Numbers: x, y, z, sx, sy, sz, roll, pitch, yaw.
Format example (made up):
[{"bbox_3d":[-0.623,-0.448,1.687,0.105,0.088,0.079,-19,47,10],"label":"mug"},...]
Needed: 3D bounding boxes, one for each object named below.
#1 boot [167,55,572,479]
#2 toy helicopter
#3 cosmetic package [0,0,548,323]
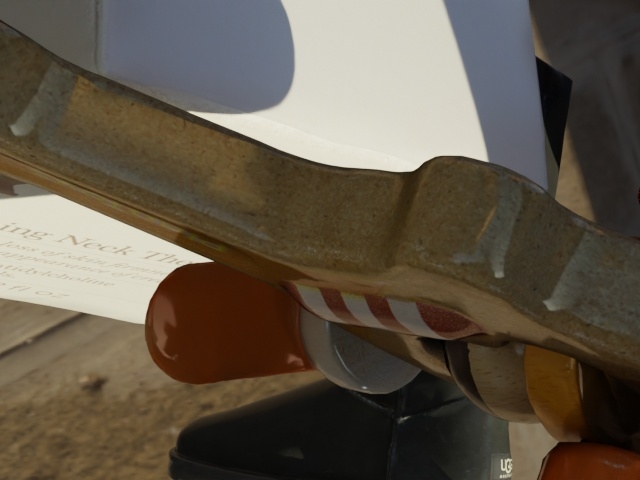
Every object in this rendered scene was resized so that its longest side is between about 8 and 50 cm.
[{"bbox_3d":[0.039,0.038,1.257,0.146,0.367,0.445,11,83,-63],"label":"boot"},{"bbox_3d":[0.000,0.000,0.450,0.355,0.235,0.140,23,80,-8],"label":"toy helicopter"},{"bbox_3d":[-0.121,-0.155,0.835,0.329,0.394,0.327,12,68,-42],"label":"cosmetic package"}]
